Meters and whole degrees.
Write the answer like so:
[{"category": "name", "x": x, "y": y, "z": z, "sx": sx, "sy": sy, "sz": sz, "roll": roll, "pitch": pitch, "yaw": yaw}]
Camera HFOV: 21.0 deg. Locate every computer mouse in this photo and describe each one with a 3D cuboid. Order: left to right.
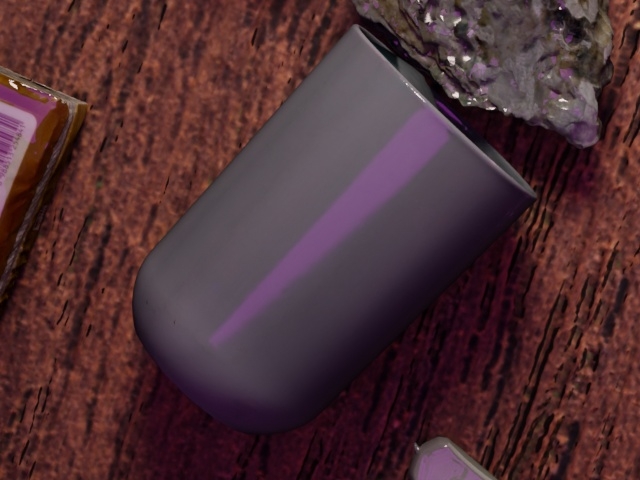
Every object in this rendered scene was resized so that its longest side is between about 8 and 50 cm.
[{"category": "computer mouse", "x": 0.122, "y": 0.215, "z": 1.503, "sx": 0.110, "sy": 0.032, "sz": 0.056, "roll": 43, "pitch": 97, "yaw": 12}]

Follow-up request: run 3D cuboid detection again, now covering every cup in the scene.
[{"category": "cup", "x": 0.000, "y": 0.000, "z": 1.414, "sx": 0.205, "sy": 0.205, "sz": 0.312, "roll": 44, "pitch": 98, "yaw": 2}]

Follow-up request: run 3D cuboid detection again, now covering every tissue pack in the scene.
[{"category": "tissue pack", "x": -0.331, "y": -0.052, "z": 1.505, "sx": 0.183, "sy": 0.092, "sz": 0.226, "roll": 23, "pitch": 98, "yaw": 4}]

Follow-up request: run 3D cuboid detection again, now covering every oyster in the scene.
[{"category": "oyster", "x": 0.144, "y": -0.209, "z": 1.429, "sx": 0.267, "sy": 0.112, "sz": 0.198, "roll": 26, "pitch": 97, "yaw": 1}]
